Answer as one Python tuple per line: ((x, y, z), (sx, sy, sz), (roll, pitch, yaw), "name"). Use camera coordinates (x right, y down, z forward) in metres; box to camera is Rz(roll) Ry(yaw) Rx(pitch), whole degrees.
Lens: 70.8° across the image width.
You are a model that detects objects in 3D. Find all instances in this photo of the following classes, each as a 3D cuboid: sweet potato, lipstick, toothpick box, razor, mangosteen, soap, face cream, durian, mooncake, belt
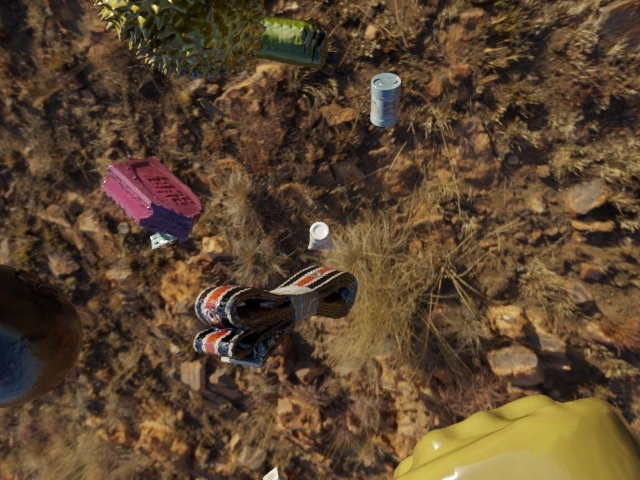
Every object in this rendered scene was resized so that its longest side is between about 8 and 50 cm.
((-0.356, -0.437, 1.500), (0.115, 0.026, 0.026), (24, 121, -30), "sweet potato")
((-0.047, 0.454, 0.781), (0.030, 0.030, 0.129), (-38, 102, -6), "lipstick")
((0.226, -0.488, 1.570), (0.101, 0.101, 0.153), (9, 143, 12), "toothpick box")
((-0.540, -0.077, 1.422), (0.106, 0.068, 0.231), (-25, 134, -3), "razor")
((-0.617, 0.191, 0.844), (0.297, 0.297, 0.293), (34, 99, 0), "mangosteen")
((-0.421, -0.104, 1.183), (0.250, 0.162, 0.099), (41, 119, 9), "soap")
((0.000, 0.000, 1.425), (0.092, 0.243, 0.058), (3, 76, 3), "face cream")
((-0.204, -0.304, 0.654), (0.250, 0.183, 0.137), (10, 116, 20), "durian")
((0.151, 0.200, 0.355), (0.235, 0.235, 0.117), (-45, 53, 26), "mooncake")
((-0.057, 0.111, 0.778), (0.094, 0.360, 0.126), (-2, 97, 34), "belt")

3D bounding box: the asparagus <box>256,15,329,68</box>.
((-0.166, -0.515, 1.128), (0.383, 0.128, 0.108), (7, 132, -7), "asparagus")
